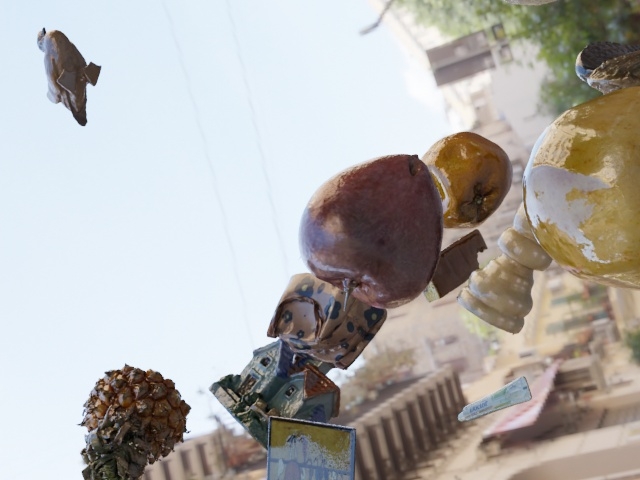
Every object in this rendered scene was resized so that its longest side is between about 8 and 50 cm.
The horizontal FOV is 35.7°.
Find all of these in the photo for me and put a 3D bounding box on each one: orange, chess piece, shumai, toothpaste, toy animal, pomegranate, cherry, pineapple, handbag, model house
[{"bbox_3d":[0.355,-0.131,2.382,0.249,0.249,0.183,52,-173,-45],"label":"orange"},{"bbox_3d":[0.376,0.034,1.894,0.261,0.142,0.143,-65,-15,14],"label":"chess piece"},{"bbox_3d":[0.611,-0.277,1.850,0.161,0.209,0.153,-170,63,-71],"label":"shumai"},{"bbox_3d":[0.334,0.315,1.925,0.029,0.197,0.048,4,-117,-36],"label":"toothpaste"},{"bbox_3d":[-0.490,-0.314,1.895,0.089,0.179,0.188,-25,-52,-28],"label":"toy animal"},{"bbox_3d":[0.330,-0.052,1.079,0.233,0.233,0.233,52,-151,-45],"label":"pomegranate"},{"bbox_3d":[0.095,-0.019,1.771,0.261,0.307,0.221,28,175,-12],"label":"cherry"},{"bbox_3d":[-0.416,0.432,2.104,0.272,0.262,0.262,-83,-29,-70],"label":"pineapple"},{"bbox_3d":[0.007,0.197,2.405,0.190,0.251,0.193,47,-121,-34],"label":"handbag"},{"bbox_3d":[-0.073,0.407,2.726,0.295,0.329,0.252,36,170,50],"label":"model house"}]

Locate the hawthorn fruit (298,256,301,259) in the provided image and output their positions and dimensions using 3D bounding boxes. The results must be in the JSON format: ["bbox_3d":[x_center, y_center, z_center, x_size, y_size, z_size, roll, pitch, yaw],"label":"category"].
[{"bbox_3d":[0.009,-0.013,2.345,0.125,0.140,0.125,178,90,-75],"label":"hawthorn fruit"}]

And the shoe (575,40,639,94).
[{"bbox_3d":[0.677,-0.345,2.237,0.336,0.171,0.132,-8,-141,-35],"label":"shoe"}]

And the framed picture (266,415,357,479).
[{"bbox_3d":[-0.026,0.562,2.156,0.014,0.255,0.339,5,-94,-47],"label":"framed picture"}]

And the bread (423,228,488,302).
[{"bbox_3d":[0.287,0.052,2.129,0.226,0.049,0.088,-26,-94,-44],"label":"bread"}]

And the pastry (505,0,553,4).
[{"bbox_3d":[0.428,-0.571,1.946,0.133,0.264,0.265,45,-146,-47],"label":"pastry"}]
